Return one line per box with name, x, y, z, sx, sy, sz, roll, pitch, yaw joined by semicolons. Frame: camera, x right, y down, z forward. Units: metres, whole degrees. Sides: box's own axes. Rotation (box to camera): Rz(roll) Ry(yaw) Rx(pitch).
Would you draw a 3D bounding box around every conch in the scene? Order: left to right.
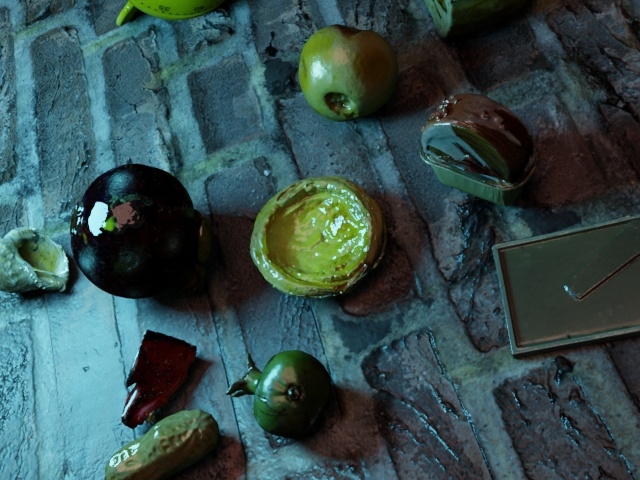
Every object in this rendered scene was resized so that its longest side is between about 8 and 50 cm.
conch;-0.630;0.045;2.007;0.207;0.130;0.155;16;79;13

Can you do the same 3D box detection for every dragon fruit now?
dragon fruit;-0.309;0.266;1.755;0.092;0.122;0.192;20;65;14

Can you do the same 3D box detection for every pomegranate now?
pomegranate;-0.076;0.262;1.658;0.191;0.131;0.152;19;70;38

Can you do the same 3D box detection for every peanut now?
peanut;-0.287;0.377;1.678;0.226;0.108;0.095;-30;58;3

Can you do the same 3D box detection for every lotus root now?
lotus root;0.323;-0.604;1.962;0.250;0.316;0.316;-12;55;4

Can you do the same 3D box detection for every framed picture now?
framed picture;0.470;0.072;1.631;0.315;0.024;0.232;-13;56;15

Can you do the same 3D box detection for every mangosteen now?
mangosteen;-0.353;-0.013;1.865;0.288;0.288;0.288;-10;56;15

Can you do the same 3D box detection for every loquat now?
loquat;0.058;-0.357;1.955;0.213;0.213;0.213;-10;56;15

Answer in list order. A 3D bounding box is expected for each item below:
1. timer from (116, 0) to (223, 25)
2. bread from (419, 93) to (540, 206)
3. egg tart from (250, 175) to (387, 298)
timer;-0.369;-0.699;2.279;0.376;0.376;0.387;-51;13;-14
bread;0.288;-0.167;1.737;0.224;0.212;0.142;23;65;30
egg tart;0.000;0.000;1.818;0.279;0.095;0.278;-7;61;12
